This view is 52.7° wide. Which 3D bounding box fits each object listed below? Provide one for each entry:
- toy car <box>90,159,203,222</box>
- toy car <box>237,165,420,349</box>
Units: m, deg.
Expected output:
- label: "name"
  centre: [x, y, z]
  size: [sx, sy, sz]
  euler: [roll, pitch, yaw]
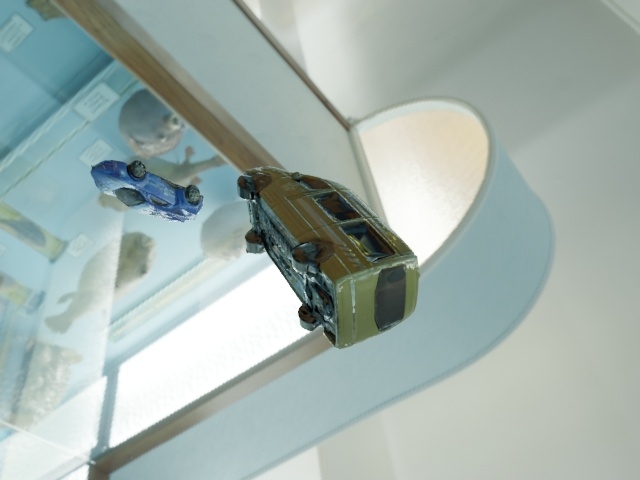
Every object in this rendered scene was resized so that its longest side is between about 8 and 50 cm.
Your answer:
- label: "toy car"
  centre: [-0.306, -0.082, 1.145]
  size: [0.103, 0.216, 0.063]
  euler: [-10, -112, 39]
- label: "toy car"
  centre: [0.000, 0.000, 0.713]
  size: [0.124, 0.101, 0.257]
  euler: [-17, -143, -19]
